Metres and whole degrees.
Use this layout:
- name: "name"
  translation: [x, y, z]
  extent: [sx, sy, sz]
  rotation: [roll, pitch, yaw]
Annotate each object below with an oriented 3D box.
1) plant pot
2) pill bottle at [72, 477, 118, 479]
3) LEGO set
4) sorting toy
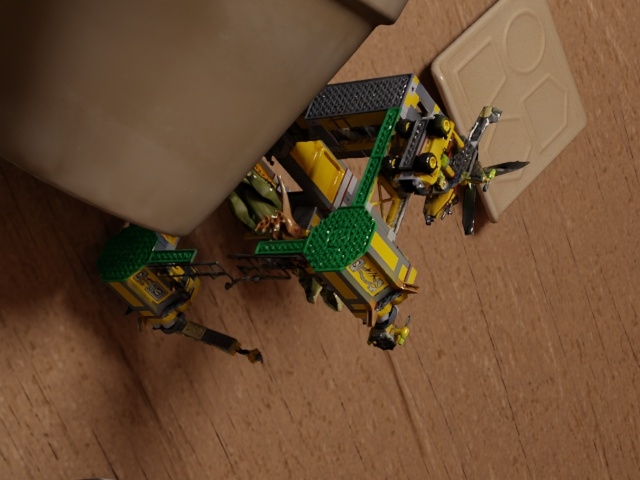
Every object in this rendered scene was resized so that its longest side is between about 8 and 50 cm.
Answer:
- name: "plant pot"
  translation: [-0.118, -0.166, 1.256]
  extent: [0.323, 0.323, 0.280]
  rotation: [21, 97, -44]
- name: "pill bottle"
  translation: [-0.224, 0.288, 1.266]
  extent: [0.361, 0.204, 0.204]
  rotation: [2, 95, -45]
- name: "LEGO set"
  translation: [0.000, 0.000, 1.386]
  extent: [0.192, 0.331, 0.255]
  rotation: [48, 43, -39]
- name: "sorting toy"
  translation: [0.194, -0.151, 1.726]
  extent: [0.208, 0.038, 0.193]
  rotation: [-47, 126, -34]
